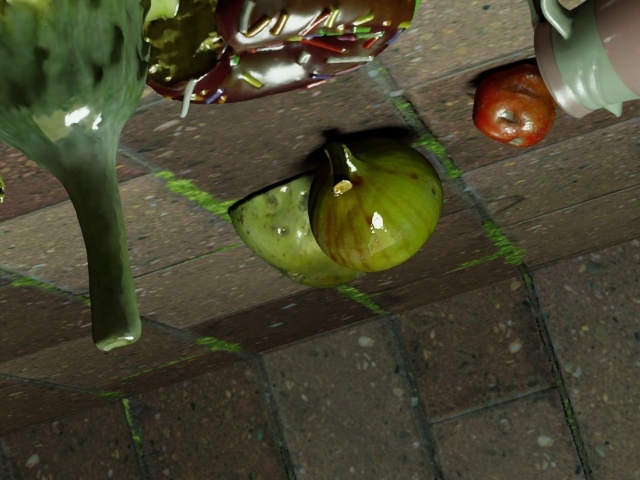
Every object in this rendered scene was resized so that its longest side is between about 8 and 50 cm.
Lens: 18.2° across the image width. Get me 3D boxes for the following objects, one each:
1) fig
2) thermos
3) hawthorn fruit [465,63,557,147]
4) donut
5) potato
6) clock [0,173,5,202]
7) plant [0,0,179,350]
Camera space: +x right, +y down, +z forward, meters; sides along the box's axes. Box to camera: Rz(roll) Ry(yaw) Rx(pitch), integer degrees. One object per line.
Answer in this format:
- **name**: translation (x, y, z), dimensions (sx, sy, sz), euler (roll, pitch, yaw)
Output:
- **fig**: translation (0.040, -0.050, 2.094), dimensions (0.142, 0.148, 0.186), euler (-7, 139, 38)
- **thermos**: translation (0.300, -0.198, 1.665), dimensions (0.265, 0.146, 0.176), euler (-21, 128, 28)
- **hawthorn fruit**: translation (0.190, -0.136, 1.991), dimensions (0.093, 0.093, 0.093), euler (-16, 170, -3)
- **donut**: translation (-0.032, -0.163, 1.435), dimensions (0.230, 0.096, 0.216), euler (-24, 167, 36)
- **potato**: translation (0.000, 0.000, 2.317), dimensions (0.160, 0.111, 0.272), euler (-21, 170, 14)
- **clock**: translation (-0.396, -0.008, 1.809), dimensions (0.237, 0.057, 0.237), euler (-15, 169, -3)
- **plant**: translation (-0.146, -0.125, 1.111), dimensions (0.306, 0.297, 0.261), euler (-10, 143, -43)
